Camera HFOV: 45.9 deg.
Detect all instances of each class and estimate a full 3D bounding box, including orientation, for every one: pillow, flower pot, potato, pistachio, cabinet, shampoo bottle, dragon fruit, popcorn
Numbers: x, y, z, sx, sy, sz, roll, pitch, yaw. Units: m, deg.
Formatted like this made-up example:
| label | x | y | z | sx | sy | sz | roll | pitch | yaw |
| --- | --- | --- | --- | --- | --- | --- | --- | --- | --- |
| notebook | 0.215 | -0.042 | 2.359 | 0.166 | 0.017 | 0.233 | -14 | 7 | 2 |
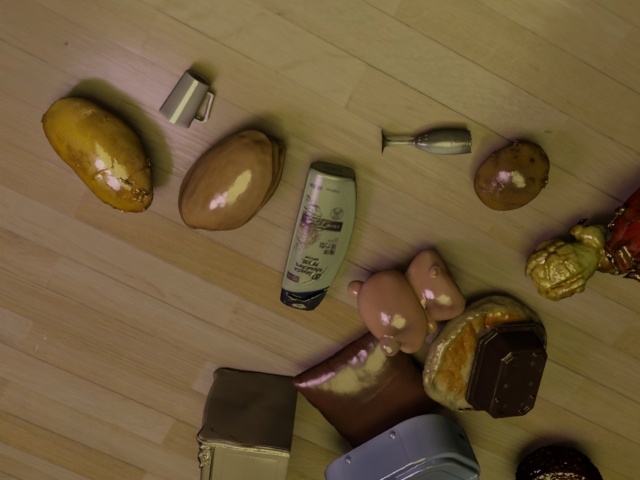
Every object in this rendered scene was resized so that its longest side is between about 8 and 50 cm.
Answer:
| label | x | y | z | sx | sy | sz | roll | pitch | yaw |
| --- | --- | --- | --- | --- | --- | --- | --- | --- | --- |
| pillow | 0.132 | 0.387 | 1.943 | 0.305 | 0.108 | 0.308 | -33 | 114 | 13 |
| flower pot | 0.459 | 0.327 | 1.816 | 0.178 | 0.084 | 0.251 | -1 | 117 | -16 |
| potato | -0.478 | -0.189 | 1.675 | 0.173 | 0.140 | 0.300 | -34 | 104 | 25 |
| pistachio | -0.202 | -0.124 | 1.682 | 0.293 | 0.162 | 0.181 | -41 | 77 | 22 |
| cabinet | -0.192 | 0.547 | 1.939 | 0.227 | 0.290 | 0.318 | 7 | 117 | -1 |
| shampoo bottle | 0.000 | 0.000 | 1.775 | 0.134 | 0.078 | 0.360 | 12 | 116 | -5 |
| dragon fruit | 0.766 | -0.027 | 1.634 | 0.250 | 0.250 | 0.315 | 40 | 90 | -15 |
| popcorn | 0.575 | 0.055 | 1.735 | 0.195 | 0.173 | 0.168 | -31 | 152 | -10 |
| potato | 0.418 | -0.139 | 1.659 | 0.137 | 0.137 | 0.176 | 33 | 116 | -13 |

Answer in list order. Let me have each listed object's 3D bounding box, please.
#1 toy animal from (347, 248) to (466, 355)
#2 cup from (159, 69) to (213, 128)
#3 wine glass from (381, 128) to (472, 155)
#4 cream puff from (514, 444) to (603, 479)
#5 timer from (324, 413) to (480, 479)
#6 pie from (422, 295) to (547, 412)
| label | x | y | z | sx | sy | sz | roll | pitch | yaw |
| --- | --- | --- | --- | --- | --- | --- | --- | --- | --- |
| toy animal | 0.218 | 0.140 | 1.762 | 0.229 | 0.210 | 0.221 | 11 | 132 | -41 |
| cup | -0.282 | -0.302 | 1.654 | 0.104 | 0.074 | 0.116 | 23 | 113 | -34 |
| wine glass | 0.232 | -0.218 | 1.664 | 0.198 | 0.066 | 0.066 | -1 | 116 | 4 |
| cream puff | 0.631 | 0.653 | 2.011 | 0.239 | 0.165 | 0.239 | 3 | 114 | 6 |
| timer | 0.230 | 0.607 | 1.975 | 0.394 | 0.173 | 0.395 | -12 | 140 | -10 |
| pie | 0.404 | 0.288 | 1.872 | 0.339 | 0.077 | 0.339 | -7 | 119 | -13 |
